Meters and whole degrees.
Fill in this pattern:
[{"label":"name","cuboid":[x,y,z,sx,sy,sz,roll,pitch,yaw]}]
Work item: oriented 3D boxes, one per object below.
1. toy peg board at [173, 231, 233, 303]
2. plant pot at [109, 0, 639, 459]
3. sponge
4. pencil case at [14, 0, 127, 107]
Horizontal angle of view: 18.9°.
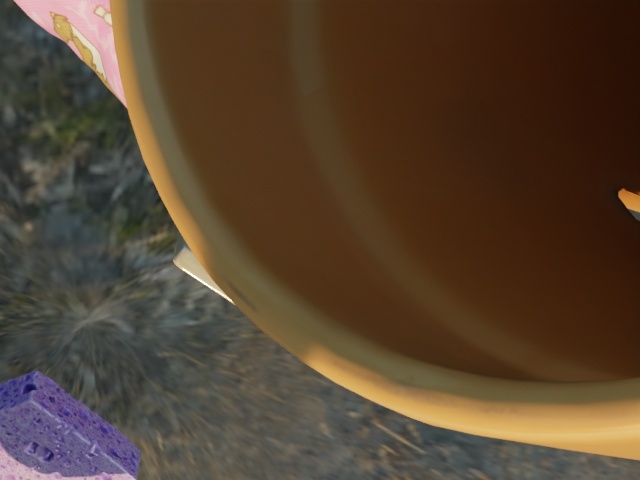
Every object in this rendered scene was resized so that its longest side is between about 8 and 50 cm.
[{"label":"toy peg board","cuboid":[0.000,0.000,1.211,0.161,0.160,0.079,34,107,-11]},{"label":"plant pot","cuboid":[0.122,-0.082,0.436,0.203,0.291,0.291,20,84,-46]},{"label":"sponge","cuboid":[-0.250,0.164,1.434,0.117,0.210,0.031,43,39,-37]},{"label":"pencil case","cuboid":[-0.126,-0.213,0.763,0.386,0.160,0.167,45,126,7]}]
